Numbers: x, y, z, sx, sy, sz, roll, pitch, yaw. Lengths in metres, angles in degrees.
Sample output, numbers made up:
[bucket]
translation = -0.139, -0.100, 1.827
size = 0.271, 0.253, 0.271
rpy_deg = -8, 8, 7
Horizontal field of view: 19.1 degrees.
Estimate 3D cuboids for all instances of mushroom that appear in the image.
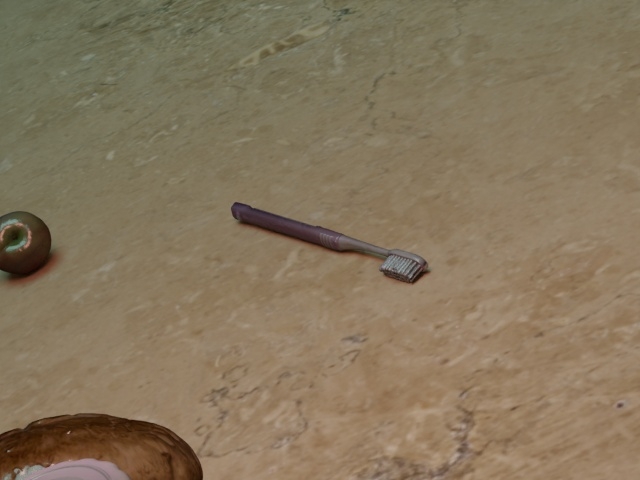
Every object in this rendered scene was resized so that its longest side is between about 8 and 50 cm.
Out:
[mushroom]
translation = -0.238, 0.234, 1.693
size = 0.278, 0.146, 0.278
rpy_deg = -18, -8, -3

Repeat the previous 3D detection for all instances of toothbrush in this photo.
[toothbrush]
translation = 0.000, 0.000, 2.125
size = 0.029, 0.024, 0.354
rpy_deg = -44, 33, -20

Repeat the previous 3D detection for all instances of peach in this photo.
[peach]
translation = -0.373, 0.003, 2.355
size = 0.083, 0.083, 0.083
rpy_deg = -18, 27, 10

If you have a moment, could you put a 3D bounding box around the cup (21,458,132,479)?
[cup]
translation = -0.161, 0.298, 1.496
size = 0.167, 0.202, 0.221
rpy_deg = -41, 32, -26
